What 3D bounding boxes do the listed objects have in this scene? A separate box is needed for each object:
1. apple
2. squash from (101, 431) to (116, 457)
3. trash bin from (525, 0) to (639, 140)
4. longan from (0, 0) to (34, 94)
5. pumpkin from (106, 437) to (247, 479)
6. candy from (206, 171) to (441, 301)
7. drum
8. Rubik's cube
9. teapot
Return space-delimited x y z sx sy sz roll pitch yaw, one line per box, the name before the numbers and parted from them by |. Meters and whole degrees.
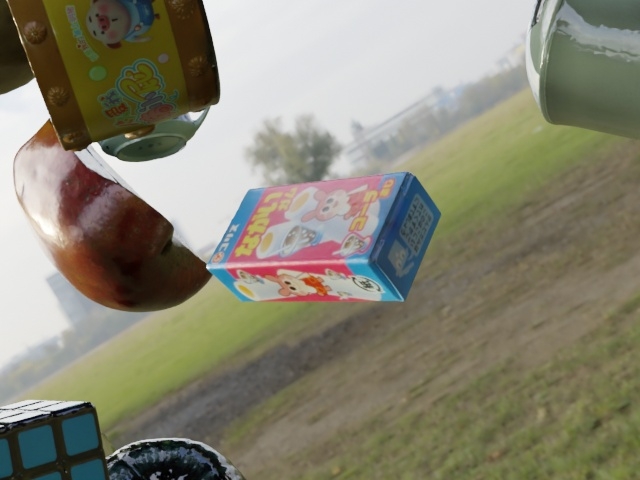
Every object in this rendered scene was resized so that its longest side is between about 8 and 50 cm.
apple | -0.357 -0.048 1.940 0.295 0.365 0.328 -29 -28 -40
squash | -0.384 0.470 2.054 0.133 0.220 0.220 -41 2 -1
trash bin | 0.503 -0.260 1.576 0.432 0.280 0.280 19 29 26
longan | -0.622 -0.433 1.960 0.405 0.404 0.336 -30 35 33
pumpkin | -0.246 0.462 1.755 0.315 0.315 0.238 -32 -24 -27
candy | 0.001 0.001 1.568 0.306 0.100 0.157 -3 50 39
drum | -0.296 -0.339 1.443 0.214 0.431 0.431 -21 0 -9
Rubik's cube | -0.337 0.269 1.231 0.162 0.160 0.163 -12 3 -43
teapot | -0.289 -0.217 1.858 0.232 0.158 0.159 -12 -1 -8
